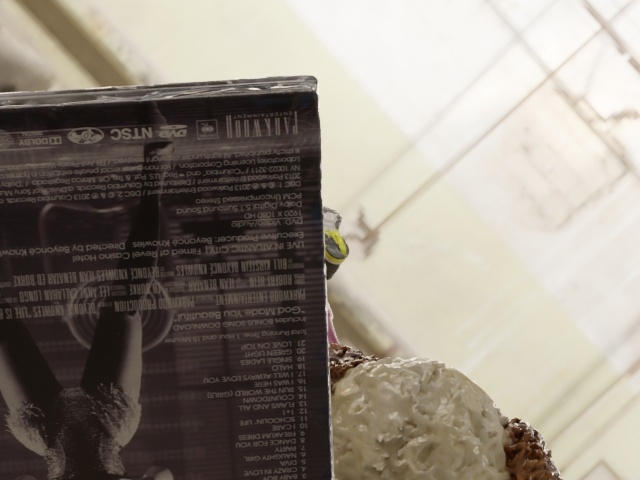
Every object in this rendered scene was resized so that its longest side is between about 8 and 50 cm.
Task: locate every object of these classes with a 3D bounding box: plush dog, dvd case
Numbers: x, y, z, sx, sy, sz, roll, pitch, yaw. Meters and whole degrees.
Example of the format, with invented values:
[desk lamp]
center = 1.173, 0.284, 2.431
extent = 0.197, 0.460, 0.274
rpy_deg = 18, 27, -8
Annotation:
[plush dog]
center = 0.035, 0.183, 1.002
extent = 0.262, 0.225, 0.210
rpy_deg = 25, -2, 15
[dvd case]
center = -0.078, 0.053, 0.512
extent = 0.018, 0.165, 0.221
rpy_deg = -100, -174, -63

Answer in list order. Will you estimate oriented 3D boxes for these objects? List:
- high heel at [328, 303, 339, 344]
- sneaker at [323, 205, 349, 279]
[high heel]
center = -0.096, 0.105, 1.256
extent = 0.117, 0.244, 0.082
rpy_deg = 62, -16, 15
[sneaker]
center = 0.000, 0.000, 1.262
extent = 0.031, 0.035, 0.083
rpy_deg = 17, 31, -19
